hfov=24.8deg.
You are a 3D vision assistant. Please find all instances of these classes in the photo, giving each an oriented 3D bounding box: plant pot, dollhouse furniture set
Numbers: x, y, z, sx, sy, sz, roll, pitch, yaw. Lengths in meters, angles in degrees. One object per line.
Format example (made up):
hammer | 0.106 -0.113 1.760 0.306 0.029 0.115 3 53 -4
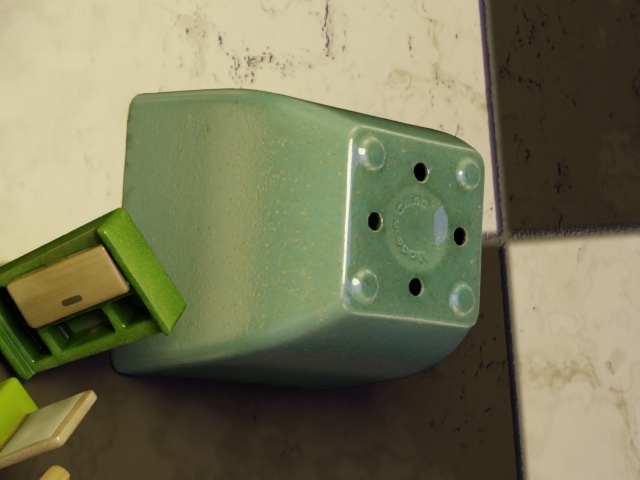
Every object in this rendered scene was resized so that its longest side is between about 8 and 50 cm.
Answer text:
plant pot | 0.000 0.000 1.226 0.248 0.252 0.247 9 81 -38
dollhouse furniture set | -0.265 0.000 1.039 0.301 0.151 0.197 59 31 -18

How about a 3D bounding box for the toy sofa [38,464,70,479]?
toy sofa | -0.105 0.344 1.081 0.363 0.177 0.150 28 45 10
